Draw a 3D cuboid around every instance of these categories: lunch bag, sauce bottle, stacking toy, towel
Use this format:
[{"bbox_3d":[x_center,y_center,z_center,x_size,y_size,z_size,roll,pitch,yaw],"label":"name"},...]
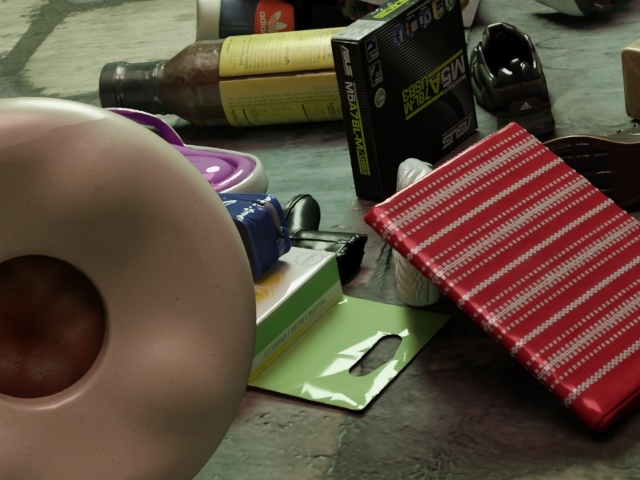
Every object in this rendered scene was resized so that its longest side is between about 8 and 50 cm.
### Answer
[{"bbox_3d":[-0.074,-0.008,1.544,0.098,0.067,0.065,5,30,32],"label":"lunch bag"},{"bbox_3d":[-0.090,-0.189,1.966,0.344,0.111,0.111,-1,29,15],"label":"sauce bottle"},{"bbox_3d":[-0.269,0.046,1.458,0.350,0.351,0.480,-17,10,-13],"label":"stacking toy"},{"bbox_3d":[0.196,0.026,1.405,0.199,0.031,0.275,-31,62,-33],"label":"towel"}]

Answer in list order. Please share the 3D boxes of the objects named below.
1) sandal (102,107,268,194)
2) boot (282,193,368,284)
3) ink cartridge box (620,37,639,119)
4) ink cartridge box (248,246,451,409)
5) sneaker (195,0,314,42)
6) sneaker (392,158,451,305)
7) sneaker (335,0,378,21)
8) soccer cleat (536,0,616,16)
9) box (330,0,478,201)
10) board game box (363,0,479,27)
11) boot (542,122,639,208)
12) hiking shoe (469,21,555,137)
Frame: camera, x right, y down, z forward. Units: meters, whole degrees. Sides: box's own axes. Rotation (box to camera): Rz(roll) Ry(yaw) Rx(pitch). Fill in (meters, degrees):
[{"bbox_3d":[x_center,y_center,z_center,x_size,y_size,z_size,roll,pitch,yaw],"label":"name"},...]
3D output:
[{"bbox_3d":[-0.239,-0.098,1.855,0.416,0.102,0.169,6,31,29],"label":"sandal"},{"bbox_3d":[0.000,-0.001,1.645,0.099,0.045,0.121,4,37,30],"label":"boot"},{"bbox_3d":[0.471,-0.182,1.778,0.193,0.088,0.234,-28,31,-34],"label":"ink cartridge box"},{"bbox_3d":[-0.026,0.071,1.508,0.235,0.056,0.171,6,31,33],"label":"ink cartridge box"},{"bbox_3d":[-0.079,-0.337,2.254,0.148,0.131,0.350,3,30,1],"label":"sneaker"},{"bbox_3d":[0.146,-0.004,1.553,0.153,0.101,0.268,4,18,-1],"label":"sneaker"},{"bbox_3d":[0.044,-0.320,2.252,0.057,0.047,0.119,-6,19,24],"label":"sneaker"},{"bbox_3d":[0.392,-0.391,2.176,0.331,0.116,0.143,-31,34,-33],"label":"soccer cleat"},{"bbox_3d":[0.092,-0.164,1.774,0.045,0.184,0.190,9,32,37],"label":"box"},{"bbox_3d":[0.029,-0.397,2.234,0.318,0.066,0.318,11,23,-16],"label":"board game box"},{"bbox_3d":[0.303,-0.074,1.674,0.219,0.082,0.106,-4,6,21],"label":"boot"},{"bbox_3d":[0.214,-0.199,1.872,0.086,0.114,0.227,-11,27,-3],"label":"hiking shoe"}]
